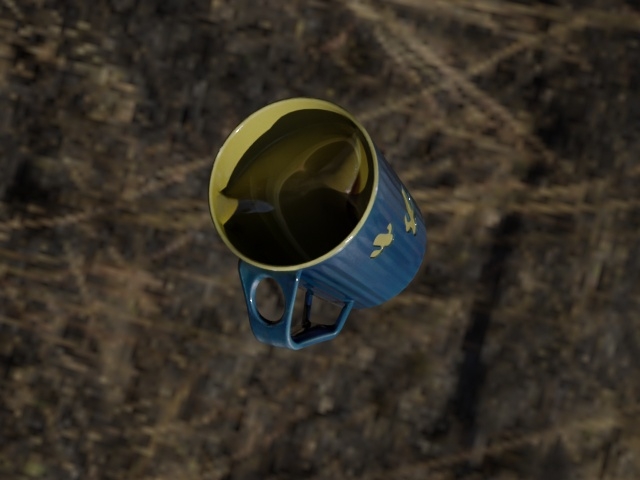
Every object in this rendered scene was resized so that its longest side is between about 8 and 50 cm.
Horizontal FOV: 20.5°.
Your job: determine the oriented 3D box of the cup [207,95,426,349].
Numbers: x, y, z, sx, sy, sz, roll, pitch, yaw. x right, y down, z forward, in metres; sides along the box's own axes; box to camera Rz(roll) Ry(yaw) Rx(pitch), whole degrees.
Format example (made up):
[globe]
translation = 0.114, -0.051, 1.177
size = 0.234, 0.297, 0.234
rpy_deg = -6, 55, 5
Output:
[cup]
translation = 0.000, 0.000, 1.317
size = 0.155, 0.131, 0.176
rpy_deg = 36, 69, -63
